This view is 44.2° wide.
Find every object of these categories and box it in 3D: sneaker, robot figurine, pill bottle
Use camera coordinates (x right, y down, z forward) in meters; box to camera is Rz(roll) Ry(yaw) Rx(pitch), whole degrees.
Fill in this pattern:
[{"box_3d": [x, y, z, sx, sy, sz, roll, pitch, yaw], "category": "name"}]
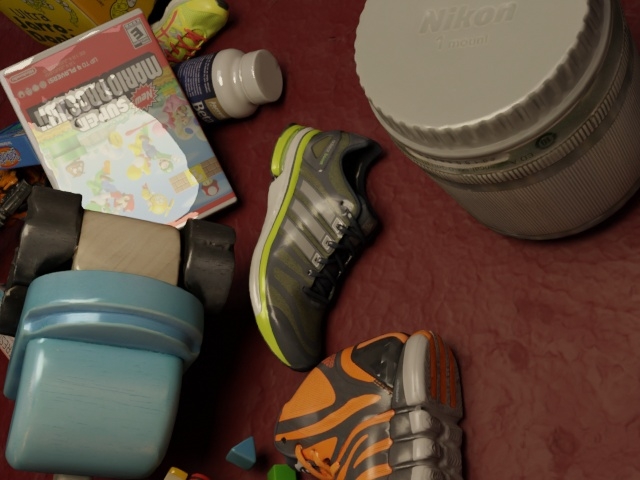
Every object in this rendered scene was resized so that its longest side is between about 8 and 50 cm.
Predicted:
[{"box_3d": [0.046, 0.253, 0.780, 0.180, 0.124, 0.321, -15, 54, 32], "category": "sneaker"}, {"box_3d": [-0.520, -0.038, 1.234, 0.291, 0.085, 0.211, -37, 35, 16], "category": "robot figurine"}, {"box_3d": [-0.140, -0.206, 1.070, 0.169, 0.094, 0.094, -7, 69, 30], "category": "pill bottle"}, {"box_3d": [-0.210, -0.285, 1.159, 0.208, 0.081, 0.094, -23, 62, 35], "category": "sneaker"}, {"box_3d": [0.000, 0.000, 0.901, 0.121, 0.111, 0.300, -3, 73, 27], "category": "sneaker"}]

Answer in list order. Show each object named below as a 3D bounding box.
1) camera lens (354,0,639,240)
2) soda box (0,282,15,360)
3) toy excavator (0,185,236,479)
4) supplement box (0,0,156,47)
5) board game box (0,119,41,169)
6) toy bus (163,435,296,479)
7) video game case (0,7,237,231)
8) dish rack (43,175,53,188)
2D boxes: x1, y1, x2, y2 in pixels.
[{"box_3d": [0.181, -0.135, 0.729, 0.219, 0.274, 0.219, -11, 67, 29], "category": "camera lens"}, {"box_3d": [-0.432, 0.134, 1.150, 0.183, 0.058, 0.063, 35, 93, 36], "category": "soda box"}, {"box_3d": [-0.270, 0.227, 0.875, 0.433, 0.222, 0.445, 131, 146, -52], "category": "toy excavator"}, {"box_3d": [-0.325, -0.474, 1.142, 0.194, 0.195, 0.357, 14, 74, 31], "category": "supplement box"}, {"box_3d": [-0.373, -0.172, 1.143, 0.160, 0.047, 0.210, 0, 33, 43], "category": "board game box"}, {"box_3d": [-0.107, 0.333, 0.836, 0.202, 0.191, 0.104, 66, 148, 28], "category": "toy bus"}, {"box_3d": [-0.260, -0.132, 1.018, 0.204, 0.025, 0.285, -27, 88, -6], "category": "video game case"}, {"box_3d": [-0.275, -0.026, 1.101, 0.208, 0.074, 0.272, -31, 59, 20], "category": "dish rack"}]
